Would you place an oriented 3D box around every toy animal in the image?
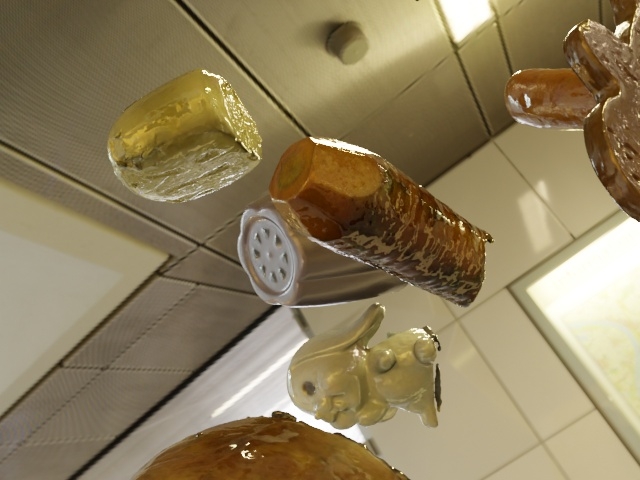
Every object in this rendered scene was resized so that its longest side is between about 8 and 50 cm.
[{"bbox_3d":[0.088,0.235,1.274,0.290,0.174,0.249,10,-66,-13],"label":"toy animal"}]

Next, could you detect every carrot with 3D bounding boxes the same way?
[{"bbox_3d":[0.081,-0.015,0.761,0.302,0.114,0.114,26,-59,-35],"label":"carrot"}]

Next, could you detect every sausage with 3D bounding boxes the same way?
[{"bbox_3d":[0.408,-0.221,1.073,0.109,0.271,0.108,-9,-76,-41],"label":"sausage"}]

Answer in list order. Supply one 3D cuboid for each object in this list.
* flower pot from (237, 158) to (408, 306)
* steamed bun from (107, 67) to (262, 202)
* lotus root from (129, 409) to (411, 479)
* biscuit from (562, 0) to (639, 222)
[{"bbox_3d":[0.000,0.000,1.186,0.243,0.265,0.265,-18,-29,-36],"label":"flower pot"},{"bbox_3d":[-0.235,-0.178,1.159,0.232,0.166,0.273,-23,-13,10],"label":"steamed bun"},{"bbox_3d":[-0.063,0.240,0.394,0.272,0.272,0.192,-40,-25,17],"label":"lotus root"},{"bbox_3d":[0.403,-0.164,0.843,0.064,0.283,0.432,-43,9,51],"label":"biscuit"}]
